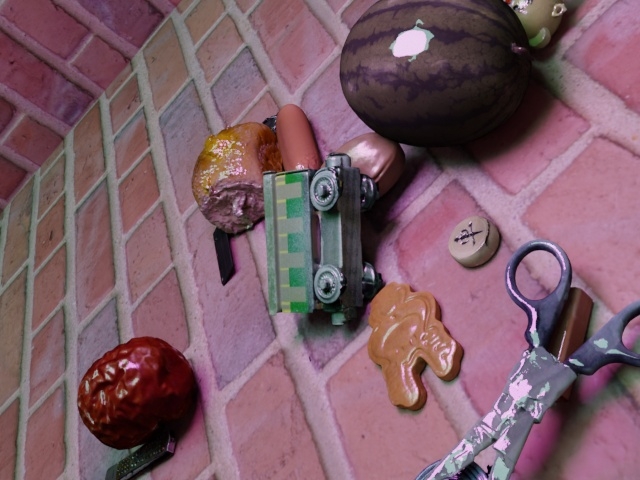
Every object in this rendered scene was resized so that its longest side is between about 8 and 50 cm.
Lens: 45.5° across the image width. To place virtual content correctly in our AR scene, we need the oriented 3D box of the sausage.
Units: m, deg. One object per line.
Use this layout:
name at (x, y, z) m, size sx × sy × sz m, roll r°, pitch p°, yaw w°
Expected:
sausage at (-0.050, -0.209, 1.702) m, size 0.086 × 0.086 × 0.289 m, roll -39°, pitch 35°, yaw 21°

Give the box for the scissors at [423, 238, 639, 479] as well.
scissors at (0.263, 0.185, 0.933) m, size 0.256 × 0.029 × 0.384 m, roll 27°, pitch 74°, yaw 38°

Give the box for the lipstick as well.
lipstick at (0.313, 0.134, 0.995) m, size 0.045 × 0.045 × 0.145 m, roll -5°, pitch 56°, yaw 50°

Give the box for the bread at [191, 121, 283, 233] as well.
bread at (-0.194, -0.151, 1.744) m, size 0.195 × 0.176 × 0.247 m, roll -33°, pitch 40°, yaw 33°

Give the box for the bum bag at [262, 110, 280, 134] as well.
bum bag at (-0.147, -0.276, 1.911) m, size 0.197 × 0.049 × 0.087 m, roll -19°, pitch 42°, yaw 41°

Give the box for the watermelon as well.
watermelon at (0.201, -0.296, 1.301) m, size 0.359 × 0.279 × 0.279 m, roll 4°, pitch 63°, yaw 37°

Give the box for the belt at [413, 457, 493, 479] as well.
belt at (0.166, 0.363, 0.937) m, size 0.141 × 0.082 × 0.190 m, roll 0°, pitch 56°, yaw 42°

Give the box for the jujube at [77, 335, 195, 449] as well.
jujube at (-0.369, 0.301, 1.538) m, size 0.232 × 0.213 × 0.213 m, roll -36°, pitch 38°, yaw 28°

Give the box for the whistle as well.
whistle at (0.331, -0.414, 1.393) m, size 0.288 × 0.106 × 0.131 m, roll 20°, pitch 95°, yaw 52°

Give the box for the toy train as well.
toy train at (0.000, 0.000, 1.355) m, size 0.202 × 0.120 × 0.301 m, roll -5°, pitch 86°, yaw 42°

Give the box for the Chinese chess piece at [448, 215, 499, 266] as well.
Chinese chess piece at (0.242, 0.001, 1.208) m, size 0.084 × 0.034 × 0.084 m, roll -32°, pitch 39°, yaw 31°

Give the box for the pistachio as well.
pistachio at (0.066, -0.119, 1.445) m, size 0.226 × 0.135 × 0.136 m, roll -39°, pitch 36°, yaw 32°

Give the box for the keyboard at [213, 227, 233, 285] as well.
keyboard at (-0.226, 0.020, 1.768) m, size 0.064 × 0.010 × 0.198 m, roll -60°, pitch 29°, yaw 28°

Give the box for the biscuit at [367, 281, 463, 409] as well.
biscuit at (0.137, 0.152, 1.208) m, size 0.144 × 0.040 × 0.236 m, roll -40°, pitch 38°, yaw 11°

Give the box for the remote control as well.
remote control at (-0.371, 0.453, 1.564) m, size 0.212 × 0.028 × 0.059 m, roll -35°, pitch 34°, yaw 26°
